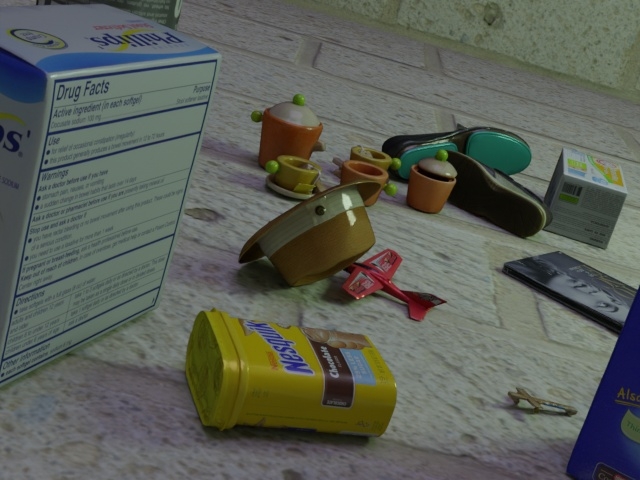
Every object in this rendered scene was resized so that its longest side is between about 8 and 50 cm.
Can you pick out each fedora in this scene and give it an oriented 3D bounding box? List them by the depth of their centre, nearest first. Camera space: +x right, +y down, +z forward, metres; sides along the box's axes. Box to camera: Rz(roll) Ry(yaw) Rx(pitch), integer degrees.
[{"bbox_3d":[0.000,0.000,1.260,0.194,0.194,0.079,-17,75,-56],"label":"fedora"}]

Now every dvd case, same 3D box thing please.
[{"bbox_3d":[0.390,0.074,1.514,0.221,0.018,0.165,31,24,34],"label":"dvd case"}]

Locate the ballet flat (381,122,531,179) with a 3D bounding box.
[{"bbox_3d":[0.232,-0.161,1.858,0.281,0.095,0.096,-2,26,-24],"label":"ballet flat"}]

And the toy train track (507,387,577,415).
[{"bbox_3d":[0.235,0.177,1.136,0.083,0.014,0.048,15,12,-20],"label":"toy train track"}]

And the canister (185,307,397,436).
[{"bbox_3d":[-0.028,0.125,0.985,0.170,0.073,0.126,9,21,-22],"label":"canister"}]

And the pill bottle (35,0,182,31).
[{"bbox_3d":[-0.307,-0.329,1.541,0.204,0.361,0.204,14,21,-6],"label":"pill bottle"}]

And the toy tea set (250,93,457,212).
[{"bbox_3d":[0.055,-0.140,1.663,0.336,0.124,0.200,5,23,-27],"label":"toy tea set"}]

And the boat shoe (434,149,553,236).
[{"bbox_3d":[0.281,-0.077,1.751,0.224,0.080,0.073,35,21,29],"label":"boat shoe"}]

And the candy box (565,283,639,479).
[{"bbox_3d":[0.411,0.123,0.967,0.268,0.317,0.122,25,22,23],"label":"candy box"}]

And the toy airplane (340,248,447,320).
[{"bbox_3d":[0.085,0.055,1.314,0.151,0.028,0.151,12,26,-6],"label":"toy airplane"}]

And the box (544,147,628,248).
[{"bbox_3d":[0.453,-0.077,1.833,0.114,0.103,0.203,18,20,5],"label":"box"}]

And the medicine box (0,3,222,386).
[{"bbox_3d":[-0.244,-0.052,0.966,0.149,0.289,0.263,23,21,18],"label":"medicine box"}]
